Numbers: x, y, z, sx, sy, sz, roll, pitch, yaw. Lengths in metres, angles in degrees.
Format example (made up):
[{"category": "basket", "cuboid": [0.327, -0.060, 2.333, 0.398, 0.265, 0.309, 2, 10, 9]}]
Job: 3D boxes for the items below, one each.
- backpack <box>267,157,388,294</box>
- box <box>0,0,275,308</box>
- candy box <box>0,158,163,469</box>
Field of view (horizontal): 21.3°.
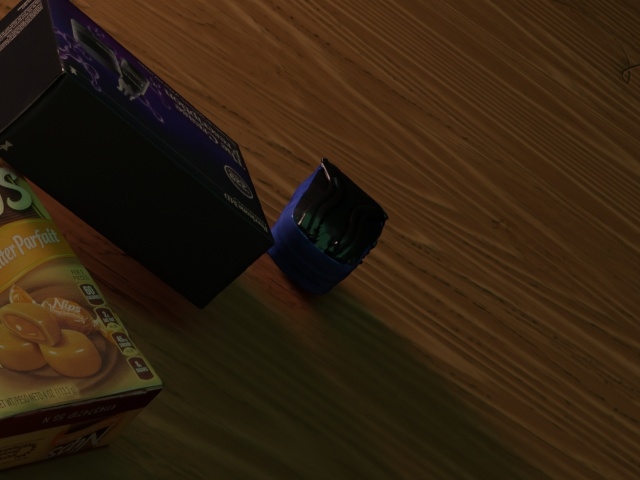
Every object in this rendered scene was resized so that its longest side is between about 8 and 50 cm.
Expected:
[{"category": "backpack", "cuboid": [0.000, 0.000, 1.696, 0.098, 0.101, 0.120, 36, 34, -5]}, {"category": "box", "cuboid": [-0.176, -0.085, 1.519, 0.261, 0.103, 0.184, 40, 18, -33]}, {"category": "candy box", "cuboid": [-0.285, 0.028, 1.345, 0.183, 0.087, 0.316, -6, 55, -54]}]
